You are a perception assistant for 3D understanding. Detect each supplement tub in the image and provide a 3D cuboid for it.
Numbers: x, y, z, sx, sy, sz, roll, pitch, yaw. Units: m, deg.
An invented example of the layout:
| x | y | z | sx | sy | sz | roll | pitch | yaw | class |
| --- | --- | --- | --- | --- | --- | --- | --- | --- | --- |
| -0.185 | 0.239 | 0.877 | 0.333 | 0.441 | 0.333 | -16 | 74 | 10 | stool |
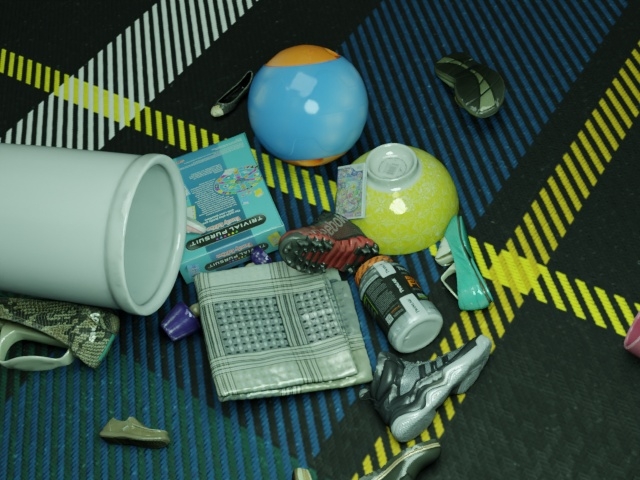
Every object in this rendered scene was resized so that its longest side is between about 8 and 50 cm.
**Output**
| x | y | z | sx | sy | sz | roll | pitch | yaw | class |
| --- | --- | --- | --- | --- | --- | --- | --- | --- | --- |
| 0.154 | 0.126 | 1.638 | 0.117 | 0.117 | 0.190 | -27 | 52 | -10 | supplement tub |

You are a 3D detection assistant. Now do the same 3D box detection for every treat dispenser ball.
| x | y | z | sx | sy | sz | roll | pitch | yaw | class |
| --- | --- | --- | --- | --- | --- | --- | --- | --- | --- |
| -0.030 | -0.320 | 1.923 | 0.288 | 0.288 | 0.288 | -5 | 51 | 7 | treat dispenser ball |

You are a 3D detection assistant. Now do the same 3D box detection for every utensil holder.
| x | y | z | sx | sy | sz | roll | pitch | yaw | class |
| --- | --- | --- | --- | --- | --- | --- | --- | --- | --- |
| -0.510 | -0.035 | 1.641 | 0.386 | 0.327 | 0.327 | 8 | 54 | 10 | utensil holder |

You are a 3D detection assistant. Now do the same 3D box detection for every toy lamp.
| x | y | z | sx | sy | sz | roll | pitch | yaw | class |
| --- | --- | --- | --- | --- | --- | --- | --- | --- | --- |
| -0.223 | 0.120 | 1.744 | 0.275 | 0.080 | 0.080 | -37 | 54 | -18 | toy lamp |

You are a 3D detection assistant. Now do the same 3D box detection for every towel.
| x | y | z | sx | sy | sz | roll | pitch | yaw | class |
| --- | --- | --- | --- | --- | --- | --- | --- | --- | --- |
| -0.075 | 0.169 | 1.634 | 0.324 | 0.056 | 0.312 | -5 | 48 | -16 | towel |

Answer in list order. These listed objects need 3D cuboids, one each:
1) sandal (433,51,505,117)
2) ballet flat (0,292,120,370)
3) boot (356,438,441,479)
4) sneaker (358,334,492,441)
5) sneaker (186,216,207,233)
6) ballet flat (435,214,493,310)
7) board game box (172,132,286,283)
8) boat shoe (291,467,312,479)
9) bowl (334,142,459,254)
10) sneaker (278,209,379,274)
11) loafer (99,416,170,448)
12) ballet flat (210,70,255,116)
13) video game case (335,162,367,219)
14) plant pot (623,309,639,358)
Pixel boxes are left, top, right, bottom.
| x | y | z | sx | sy | sz | roll | pitch | yaw | class |
| --- | --- | --- | --- | --- | --- | --- | --- | --- | --- |
| 0.382 | -0.388 | 2.035 | 0.120 | 0.086 | 0.302 | -22 | 36 | 1 | sandal |
| -0.671 | 0.182 | 1.742 | 0.483 | 0.164 | 0.182 | 11 | 68 | 16 | ballet flat |
| 0.154 | 0.453 | 1.413 | 0.198 | 0.077 | 0.137 | -35 | 57 | 0 | boot |
| 0.196 | 0.247 | 1.541 | 0.269 | 0.101 | 0.153 | -40 | 58 | -17 | sneaker |
| -0.325 | -0.026 | 1.802 | 0.134 | 0.051 | 0.070 | 22 | 96 | 2 | sneaker |
| 0.289 | 0.047 | 1.702 | 0.087 | 0.083 | 0.247 | -22 | 47 | 12 | ballet flat |
| -0.246 | -0.083 | 1.908 | 0.254 | 0.079 | 0.336 | -21 | 51 | -4 | board game box |
| -0.003 | 0.491 | 1.418 | 0.072 | 0.068 | 0.190 | -8 | 59 | -11 | boat shoe |
| 0.164 | -0.125 | 1.813 | 0.290 | 0.156 | 0.289 | -6 | 51 | 7 | bowl |
| 0.000 | 0.000 | 1.692 | 0.276 | 0.097 | 0.135 | 3 | 41 | -48 | sneaker |
| -0.363 | 0.374 | 1.579 | 0.148 | 0.056 | 0.050 | 3 | 59 | 13 | loafer |
| -0.239 | -0.396 | 2.177 | 0.057 | 0.049 | 0.173 | 26 | 61 | 29 | ballet flat |
| 0.067 | -0.106 | 1.770 | 0.087 | 0.011 | 0.122 | -4 | 81 | 49 | video game case |
| 0.688 | 0.163 | 1.468 | 0.180 | 0.201 | 0.201 | 32 | 62 | 13 | plant pot |
